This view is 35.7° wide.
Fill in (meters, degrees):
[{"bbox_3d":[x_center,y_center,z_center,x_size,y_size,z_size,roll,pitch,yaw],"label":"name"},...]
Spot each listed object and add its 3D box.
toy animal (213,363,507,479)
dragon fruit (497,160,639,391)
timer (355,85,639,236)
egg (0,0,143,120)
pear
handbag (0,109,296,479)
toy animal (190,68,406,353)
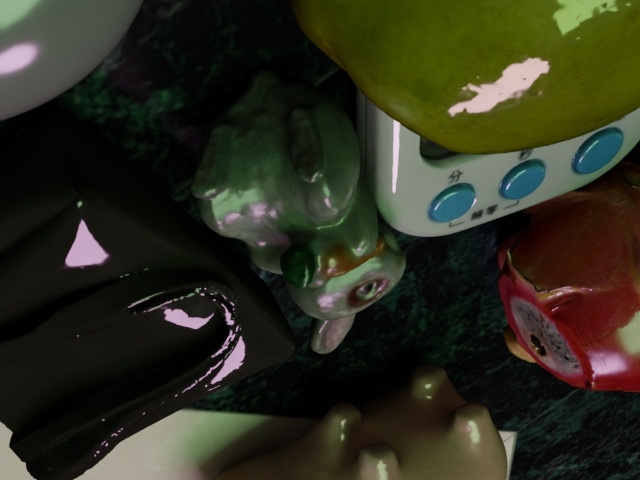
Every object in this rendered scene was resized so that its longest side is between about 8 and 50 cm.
[{"bbox_3d":[0.033,0.271,1.003,0.326,0.237,0.269,-13,125,-25],"label":"toy animal"},{"bbox_3d":[0.273,0.027,0.903,0.227,0.224,0.224,-28,140,-19],"label":"dragon fruit"},{"bbox_3d":[0.148,-0.123,0.760,0.262,0.087,0.237,-19,138,-15],"label":"timer"},{"bbox_3d":[-0.174,-0.136,0.500,0.199,0.146,0.146,-30,140,7],"label":"egg"},{"bbox_3d":[0.118,-0.192,0.511,0.253,0.253,0.307,23,108,-44],"label":"pear"},{"bbox_3d":[-0.184,0.066,0.729,0.257,0.113,0.285,-33,140,12],"label":"handbag"},{"bbox_3d":[0.003,-0.002,0.749,0.127,0.125,0.251,-55,143,-21],"label":"toy animal"}]
